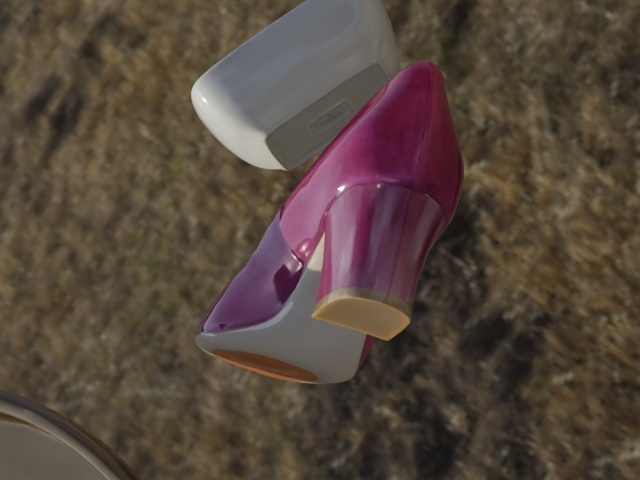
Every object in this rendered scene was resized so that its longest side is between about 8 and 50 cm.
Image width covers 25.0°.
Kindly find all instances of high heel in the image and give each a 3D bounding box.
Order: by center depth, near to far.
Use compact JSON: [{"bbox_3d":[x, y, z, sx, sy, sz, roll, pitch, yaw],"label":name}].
[{"bbox_3d":[0.000,0.000,0.719,0.244,0.082,0.117,134,152,-69],"label":"high heel"}]

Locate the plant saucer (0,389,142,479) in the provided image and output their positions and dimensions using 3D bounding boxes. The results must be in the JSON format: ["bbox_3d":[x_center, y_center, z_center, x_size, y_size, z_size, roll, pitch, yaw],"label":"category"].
[{"bbox_3d":[-0.167,0.208,0.753,0.278,0.278,0.041,-45,-12,23],"label":"plant saucer"}]

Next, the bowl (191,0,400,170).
[{"bbox_3d":[-0.007,-0.099,0.947,0.142,0.053,0.142,-33,-15,1],"label":"bowl"}]
